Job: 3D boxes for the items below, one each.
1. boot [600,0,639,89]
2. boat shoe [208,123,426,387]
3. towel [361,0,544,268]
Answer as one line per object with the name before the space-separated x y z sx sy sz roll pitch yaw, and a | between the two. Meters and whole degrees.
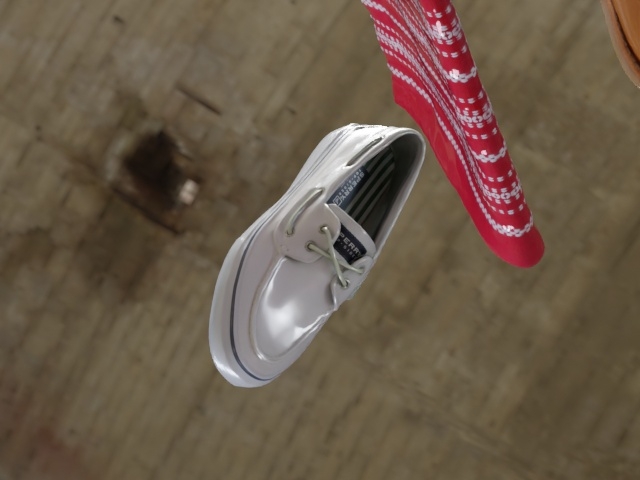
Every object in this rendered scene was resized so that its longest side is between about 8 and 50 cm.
boot | 0.243 -0.207 1.123 0.283 0.109 0.220 48 -37 26
boat shoe | 0.000 0.000 1.256 0.076 0.083 0.226 -11 -136 47
towel | 0.045 -0.127 1.007 0.031 0.275 0.199 -27 -137 -1
